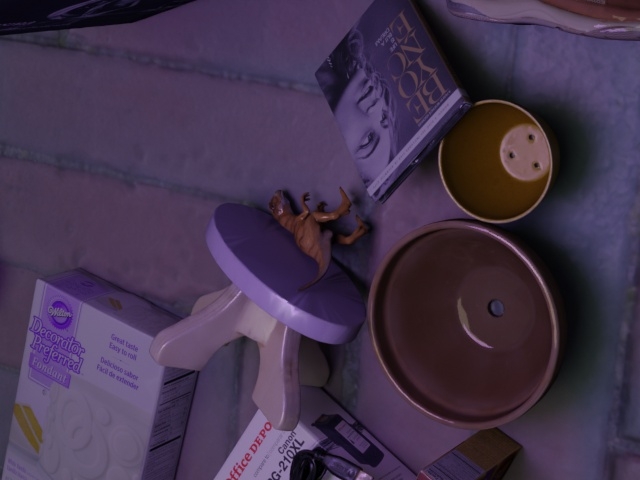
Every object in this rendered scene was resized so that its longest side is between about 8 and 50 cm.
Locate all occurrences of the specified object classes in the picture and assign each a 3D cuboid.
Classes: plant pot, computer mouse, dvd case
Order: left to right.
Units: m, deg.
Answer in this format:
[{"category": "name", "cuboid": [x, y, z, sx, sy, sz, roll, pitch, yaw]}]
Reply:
[{"category": "computer mouse", "cuboid": [0.055, 0.354, 1.608, 0.262, 0.060, 0.184, 33, 120, 33]}, {"category": "dvd case", "cuboid": [0.077, -0.174, 1.570, 0.164, 0.018, 0.221, -48, 47, 29]}, {"category": "plant pot", "cuboid": [0.181, 0.086, 1.561, 0.237, 0.110, 0.237, 7, 104, 31]}, {"category": "plant pot", "cuboid": [0.211, -0.092, 1.514, 0.134, 0.095, 0.134, 6, 102, 31]}]

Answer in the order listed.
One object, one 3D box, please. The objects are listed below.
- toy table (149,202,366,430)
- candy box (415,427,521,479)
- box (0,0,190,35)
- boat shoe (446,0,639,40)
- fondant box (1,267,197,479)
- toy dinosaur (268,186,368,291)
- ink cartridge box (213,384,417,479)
[{"category": "toy table", "cuboid": [-0.068, 0.091, 1.655, 0.161, 0.252, 0.274, -64, 27, 18]}, {"category": "candy box", "cuboid": [0.153, 0.290, 1.572, 0.053, 0.186, 0.109, 36, 116, 22]}, {"category": "box", "cuboid": [-0.218, -0.418, 1.491, 0.471, 0.480, 0.297, -14, 94, 34]}, {"category": "boat shoe", "cuboid": [0.281, -0.273, 1.424, 0.324, 0.123, 0.116, 13, 104, 28]}, {"category": "fondant box", "cuboid": [-0.307, 0.235, 1.905, 0.238, 0.096, 0.330, 24, 110, 27]}, {"category": "toy dinosaur", "cuboid": [0.000, 0.000, 1.653, 0.112, 0.211, 0.064, -31, 124, -2]}, {"category": "ink cartridge box", "cuboid": [0.002, 0.315, 1.723, 0.237, 0.100, 0.172, 41, 117, 19]}]
